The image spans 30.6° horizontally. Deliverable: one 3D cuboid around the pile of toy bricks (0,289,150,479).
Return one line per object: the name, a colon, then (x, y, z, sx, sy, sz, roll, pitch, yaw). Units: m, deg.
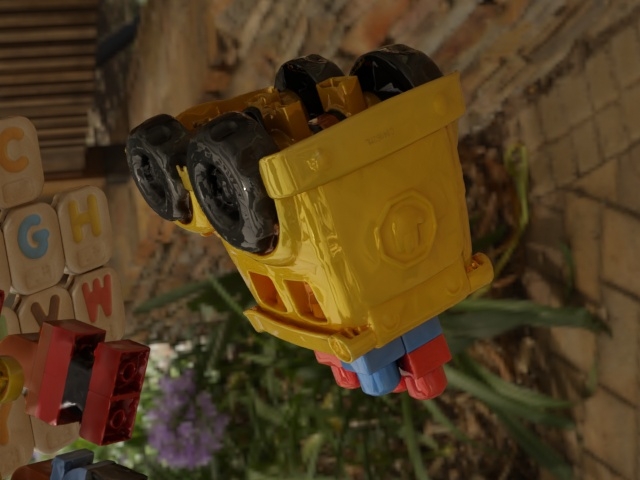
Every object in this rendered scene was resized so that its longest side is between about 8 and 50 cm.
pile of toy bricks: (-0.139, 0.107, 0.368, 0.105, 0.118, 0.212, 17, 98, 28)

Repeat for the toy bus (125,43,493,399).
toy bus: (0.000, 0.000, 0.724, 0.220, 0.149, 0.212, 11, 124, 57)

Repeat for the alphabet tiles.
alphabet tiles: (-0.259, 0.053, 0.894, 0.021, 0.284, 0.278, 3, 106, 35)
